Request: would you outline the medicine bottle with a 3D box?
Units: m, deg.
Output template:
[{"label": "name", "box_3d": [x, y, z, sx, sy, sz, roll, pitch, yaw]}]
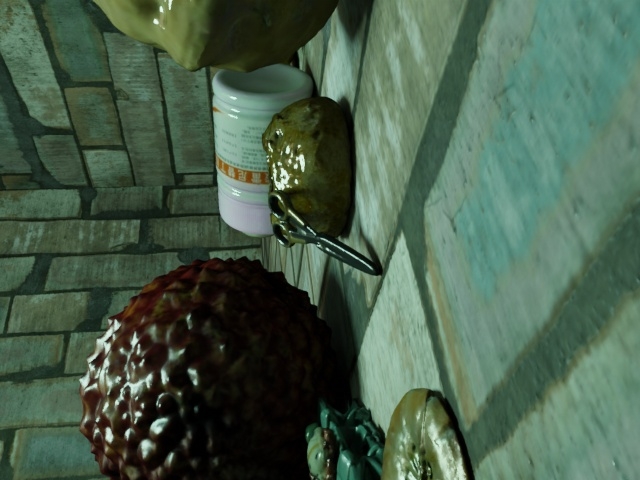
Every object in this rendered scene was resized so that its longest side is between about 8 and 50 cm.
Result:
[{"label": "medicine bottle", "box_3d": [-0.120, -0.191, 1.280, 0.202, 0.202, 0.315, -103, 13, -53]}]

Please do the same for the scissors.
[{"label": "scissors", "box_3d": [0.000, 0.000, 0.796, 0.220, 0.017, 0.088, 29, 133, 44]}]

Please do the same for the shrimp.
[{"label": "shrimp", "box_3d": [0.096, 0.239, 0.504, 0.133, 0.053, 0.236, -40, 45, 54]}]

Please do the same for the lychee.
[{"label": "lychee", "box_3d": [-0.174, 0.263, 0.995, 0.424, 0.425, 0.500, 101, -178, -57]}]

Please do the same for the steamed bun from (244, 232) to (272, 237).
[{"label": "steamed bun", "box_3d": [-0.139, -0.096, 1.636, 0.228, 0.131, 0.177, -27, -61, -78]}]

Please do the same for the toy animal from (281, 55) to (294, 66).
[{"label": "toy animal", "box_3d": [-0.126, -0.414, 1.472, 0.156, 0.156, 0.229, 99, 168, -53]}]

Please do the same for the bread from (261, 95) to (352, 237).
[{"label": "bread", "box_3d": [-0.025, -0.105, 0.938, 0.230, 0.123, 0.230, 177, 90, -79]}]

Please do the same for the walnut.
[{"label": "walnut", "box_3d": [-0.131, -0.404, 0.757, 0.383, 0.384, 0.383, 178, 90, -82]}]

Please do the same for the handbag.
[{"label": "handbag", "box_3d": [0.029, 0.360, 0.754, 0.269, 0.100, 0.274, -137, 45, -79]}]
